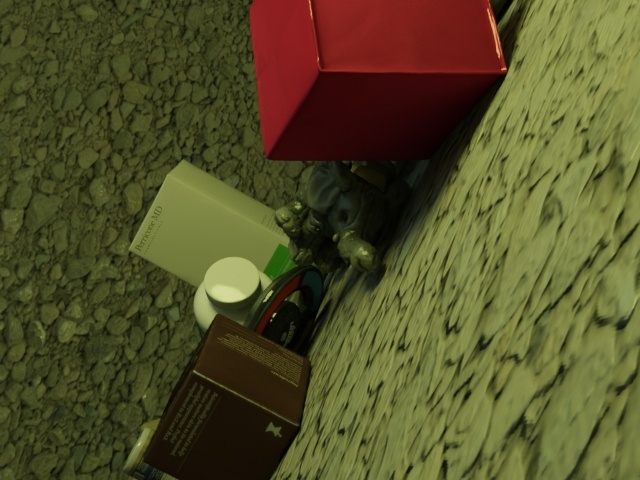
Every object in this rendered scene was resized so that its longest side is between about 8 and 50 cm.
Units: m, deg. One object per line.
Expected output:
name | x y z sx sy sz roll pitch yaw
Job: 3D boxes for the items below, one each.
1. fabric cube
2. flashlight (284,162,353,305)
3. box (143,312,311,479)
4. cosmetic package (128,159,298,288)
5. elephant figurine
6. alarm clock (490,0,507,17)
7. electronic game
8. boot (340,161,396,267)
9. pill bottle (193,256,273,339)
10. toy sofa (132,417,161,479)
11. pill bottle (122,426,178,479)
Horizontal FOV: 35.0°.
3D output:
fabric cube | 0.061 -0.273 1.363 0.258 0.254 0.259 127 138 -64
flashlight | 0.000 0.000 1.862 0.304 0.103 0.103 -65 -20 -17
box | -0.129 0.243 1.470 0.168 0.167 0.203 -59 6 19
cosmetic package | -0.187 0.010 2.128 0.197 0.365 0.155 -61 5 17
elephant figurine | 0.051 -0.043 1.479 0.169 0.186 0.239 -20 -3 -27
alarm clock | 0.252 -0.377 1.553 0.129 0.064 0.192 -65 9 -29
electronic game | -0.065 0.142 1.650 0.229 0.048 0.229 -48 -25 -31
boot | 0.053 -0.046 1.706 0.165 0.077 0.213 -63 1 -22
pill bottle | -0.138 0.141 1.751 0.264 0.146 0.146 87 -157 -52
toy sofa | -0.405 0.620 2.460 0.362 0.177 0.150 -61 -19 11
pill bottle | -0.276 0.428 1.909 0.094 0.169 0.094 -61 6 11
